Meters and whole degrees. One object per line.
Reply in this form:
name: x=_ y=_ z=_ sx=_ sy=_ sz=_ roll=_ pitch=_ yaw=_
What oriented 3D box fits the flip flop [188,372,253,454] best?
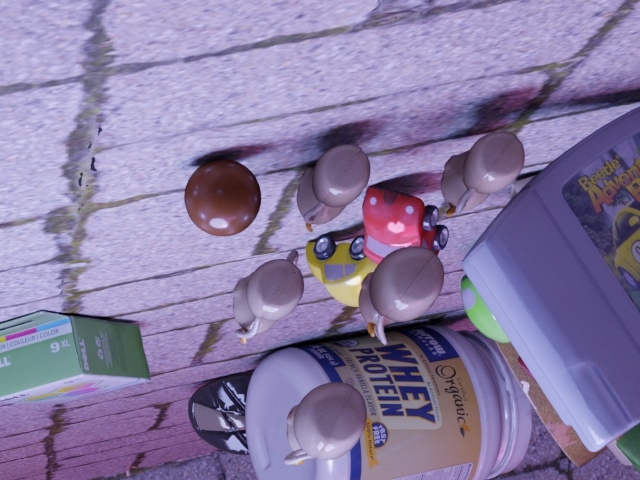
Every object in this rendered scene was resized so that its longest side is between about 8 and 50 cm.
flip flop: x=-0.044 y=0.213 z=2.599 sx=0.277 sy=0.112 sz=0.080 roll=-16 pitch=-175 yaw=-15

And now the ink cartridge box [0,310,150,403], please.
ink cartridge box: x=-0.259 y=0.116 z=1.854 sx=0.109 sy=0.062 sz=0.209 roll=-16 pitch=169 yaw=17

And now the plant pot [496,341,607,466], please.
plant pot: x=0.316 y=0.067 z=1.976 sx=0.254 sy=0.237 sz=0.237 roll=-32 pitch=167 yaw=10

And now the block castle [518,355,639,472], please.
block castle: x=0.376 y=0.102 z=1.665 sx=0.303 sy=0.213 sz=0.453 roll=-41 pitch=-160 yaw=0

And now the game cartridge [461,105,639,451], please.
game cartridge: x=0.258 y=0.001 z=1.417 sx=0.294 sy=0.196 sz=0.060 roll=-30 pitch=169 yaw=-23

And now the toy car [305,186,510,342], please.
toy car: x=0.108 y=0.040 z=1.647 sx=0.225 sy=0.053 sz=0.239 roll=22 pitch=162 yaw=-10

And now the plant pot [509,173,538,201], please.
plant pot: x=0.233 y=-0.015 z=1.684 sx=0.096 sy=0.109 sz=0.109 roll=-27 pitch=170 yaw=0

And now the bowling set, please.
bowling set: x=0.000 y=0.000 z=1.381 sx=0.287 sy=0.200 sz=0.154 roll=-55 pitch=-179 yaw=-10

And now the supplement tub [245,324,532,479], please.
supplement tub: x=0.088 y=0.230 z=2.454 sx=0.316 sy=0.228 sz=0.228 roll=-8 pitch=169 yaw=-29
